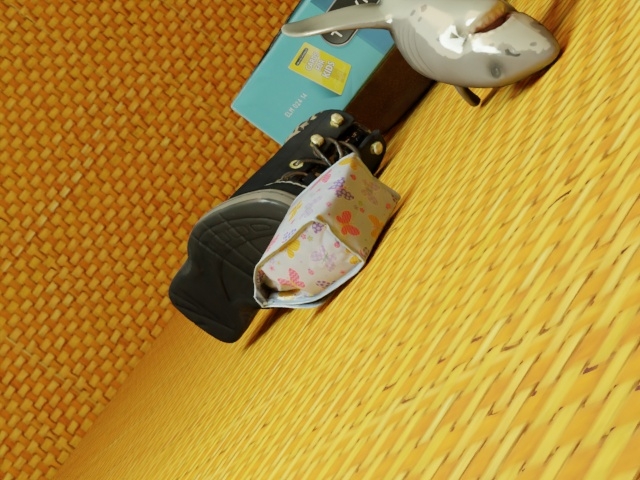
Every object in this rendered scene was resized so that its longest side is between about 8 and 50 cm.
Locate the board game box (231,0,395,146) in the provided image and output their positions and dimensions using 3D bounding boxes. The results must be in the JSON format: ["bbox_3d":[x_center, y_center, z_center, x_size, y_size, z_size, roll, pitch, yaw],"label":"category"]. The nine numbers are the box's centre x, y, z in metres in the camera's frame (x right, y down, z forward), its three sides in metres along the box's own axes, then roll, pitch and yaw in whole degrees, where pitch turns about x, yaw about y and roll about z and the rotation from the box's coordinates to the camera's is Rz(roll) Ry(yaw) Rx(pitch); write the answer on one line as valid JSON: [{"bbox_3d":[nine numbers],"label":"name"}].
[{"bbox_3d":[0.075,-0.253,1.405,0.336,0.079,0.254,-51,6,29],"label":"board game box"}]

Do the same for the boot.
[{"bbox_3d":[-0.015,-0.033,1.237,0.178,0.085,0.236,-52,3,-26],"label":"boot"}]

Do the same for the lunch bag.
[{"bbox_3d":[0.000,0.000,1.037,0.083,0.053,0.071,-36,16,40],"label":"lunch bag"}]

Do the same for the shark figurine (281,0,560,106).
[{"bbox_3d":[0.088,-0.143,1.016,0.166,0.116,0.278,-12,35,26],"label":"shark figurine"}]

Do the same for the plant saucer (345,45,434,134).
[{"bbox_3d":[0.107,-0.198,1.508,0.310,0.050,0.310,-52,4,5],"label":"plant saucer"}]
